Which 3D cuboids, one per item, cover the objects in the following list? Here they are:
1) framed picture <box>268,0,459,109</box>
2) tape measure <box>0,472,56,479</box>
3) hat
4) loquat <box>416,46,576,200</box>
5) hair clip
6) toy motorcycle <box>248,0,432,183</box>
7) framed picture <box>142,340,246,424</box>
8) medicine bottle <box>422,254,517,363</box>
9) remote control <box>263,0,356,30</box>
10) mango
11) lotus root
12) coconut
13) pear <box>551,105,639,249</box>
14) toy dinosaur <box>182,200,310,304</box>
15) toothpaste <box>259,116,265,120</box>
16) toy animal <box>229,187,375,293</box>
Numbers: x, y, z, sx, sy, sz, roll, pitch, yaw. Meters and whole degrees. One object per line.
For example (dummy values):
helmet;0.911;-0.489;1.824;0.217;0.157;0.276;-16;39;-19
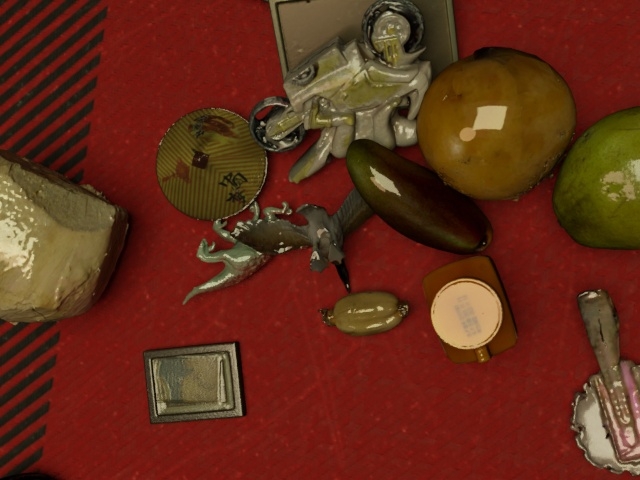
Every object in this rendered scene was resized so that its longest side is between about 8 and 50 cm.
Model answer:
framed picture;0.075;-0.307;1.506;0.290;0.020;0.211;-5;112;12
tape measure;-0.518;0.511;1.601;0.202;0.135;0.222;1;84;21
hat;-0.187;-0.129;1.533;0.193;0.082;0.192;0;88;6
loquat;0.260;-0.173;1.398;0.235;0.235;0.234;0;89;12
hair clip;0.452;0.210;1.430;0.173;0.069;0.300;-15;96;13
toy motorcycle;0.056;-0.215;1.485;0.341;0.107;0.223;-34;113;23
framed picture;-0.215;0.243;1.598;0.169;0.023;0.127;-7;87;12
medicine bottle;0.224;0.102;1.404;0.112;0.222;0.149;-20;85;11
remote control;-0.062;-0.453;1.558;0.335;0.065;0.127;25;96;11
mango;0.147;-0.063;1.462;0.268;0.133;0.111;34;114;-7
lotus root;0.072;0.119;1.519;0.151;0.062;0.073;-7;110;13
coconut;-0.481;0.006;1.531;0.297;0.297;0.254;24;92;12
pear;0.465;-0.091;1.364;0.269;0.212;0.212;-29;83;26
toy dinosaur;-0.128;0.031;1.566;0.167;0.053;0.242;34;87;4
toothpaste;-0.148;-0.157;1.587;0.216;0.037;0.061;-23;77;8
toy animal;0.002;0.008;1.489;0.273;0.160;0.197;-19;99;5
